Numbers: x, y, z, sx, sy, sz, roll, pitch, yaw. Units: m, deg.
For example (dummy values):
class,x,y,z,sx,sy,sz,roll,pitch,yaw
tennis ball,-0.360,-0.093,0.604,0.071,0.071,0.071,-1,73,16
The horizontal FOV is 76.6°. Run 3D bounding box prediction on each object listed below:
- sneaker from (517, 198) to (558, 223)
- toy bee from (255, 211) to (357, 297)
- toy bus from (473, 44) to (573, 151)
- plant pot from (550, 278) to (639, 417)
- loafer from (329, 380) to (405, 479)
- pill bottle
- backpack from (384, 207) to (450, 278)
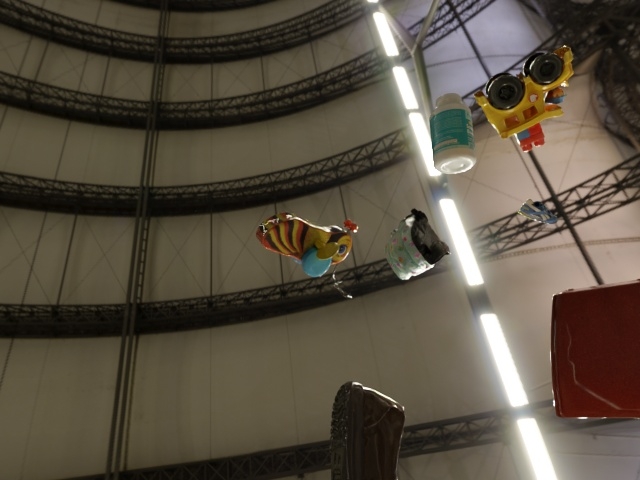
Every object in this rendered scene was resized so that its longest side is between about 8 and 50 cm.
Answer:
class,x,y,z,sx,sy,sz,roll,pitch,yaw
sneaker,0.707,-0.091,1.297,0.145,0.059,0.053,13,-162,-18
toy bee,0.000,0.000,0.963,0.195,0.298,0.162,37,-88,34
toy bus,0.533,-0.345,1.022,0.211,0.221,0.149,58,-153,-11
plant pot,0.620,0.208,0.842,0.267,0.268,0.235,5,-109,-54
loafer,0.081,0.400,0.590,0.130,0.133,0.365,9,-115,-8
pill bottle,0.466,-0.384,1.441,0.147,0.146,0.263,2,-105,-10
backpack,0.240,0.019,1.023,0.152,0.115,0.182,48,-150,-1
